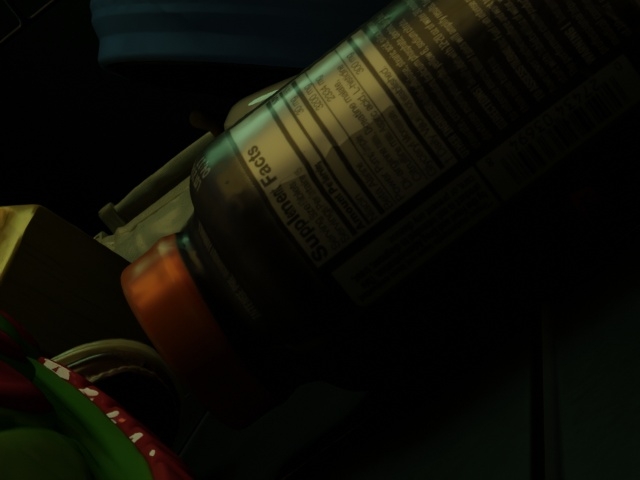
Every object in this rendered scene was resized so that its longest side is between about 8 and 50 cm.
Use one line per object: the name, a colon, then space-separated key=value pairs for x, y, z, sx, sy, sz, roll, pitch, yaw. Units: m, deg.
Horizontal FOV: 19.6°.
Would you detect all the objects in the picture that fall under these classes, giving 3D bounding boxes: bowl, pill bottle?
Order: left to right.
bowl: x=-0.017 y=-0.174 z=1.690 sx=0.391 sy=0.077 sz=0.391 roll=5 pitch=-1 yaw=0
pill bottle: x=0.035 y=-0.024 z=0.785 sx=0.245 sy=0.130 sz=0.130 roll=-37 pitch=4 yaw=5

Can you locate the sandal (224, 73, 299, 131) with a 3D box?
sandal: x=0.102 y=-0.070 z=1.017 sx=0.169 sy=0.102 sz=0.416 roll=-20 pitch=-1 yaw=31

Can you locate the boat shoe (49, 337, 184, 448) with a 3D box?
boat shoe: x=-0.165 y=0.154 z=0.889 sx=0.257 sy=0.095 sz=0.095 roll=-43 pitch=18 yaw=3

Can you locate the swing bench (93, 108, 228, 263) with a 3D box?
swing bench: x=-0.134 y=-0.019 z=1.926 sx=0.253 sy=0.165 sz=0.254 roll=-36 pitch=-1 yaw=19

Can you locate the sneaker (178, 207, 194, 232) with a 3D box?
sneaker: x=0.024 y=-0.079 z=1.435 sx=0.236 sy=0.130 sz=0.323 roll=-44 pitch=2 yaw=-29

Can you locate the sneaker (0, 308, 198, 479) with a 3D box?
sneaker: x=-0.196 y=0.098 z=0.698 sx=0.202 sy=0.185 sz=0.483 roll=-54 pitch=18 yaw=-7

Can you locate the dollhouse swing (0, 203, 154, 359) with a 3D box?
dollhouse swing: x=-0.357 y=0.150 z=1.599 sx=0.346 sy=0.305 sz=0.315 roll=-6 pitch=-23 yaw=27
